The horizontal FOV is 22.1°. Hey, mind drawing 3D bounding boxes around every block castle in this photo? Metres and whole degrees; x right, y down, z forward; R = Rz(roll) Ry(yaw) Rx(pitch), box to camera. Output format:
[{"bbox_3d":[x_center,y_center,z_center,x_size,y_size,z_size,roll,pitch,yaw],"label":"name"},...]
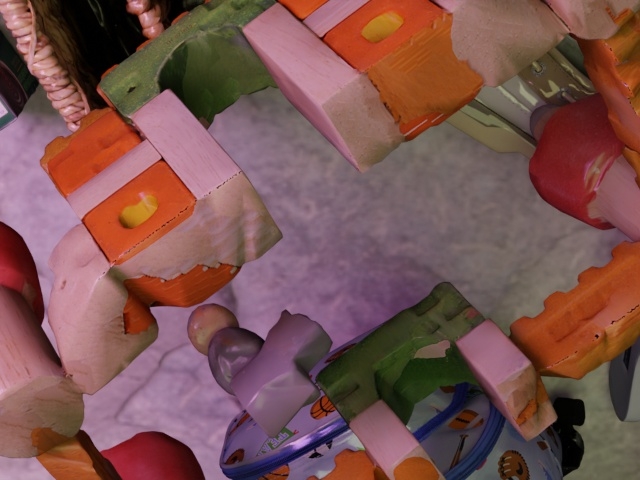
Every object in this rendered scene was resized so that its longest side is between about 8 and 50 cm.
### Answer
[{"bbox_3d":[0.000,0.000,0.976,0.453,0.213,0.303,-37,129,-4],"label":"block castle"}]

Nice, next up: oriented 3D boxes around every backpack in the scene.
[{"bbox_3d":[0.053,0.183,1.177,0.276,0.263,0.213,-37,106,9],"label":"backpack"}]

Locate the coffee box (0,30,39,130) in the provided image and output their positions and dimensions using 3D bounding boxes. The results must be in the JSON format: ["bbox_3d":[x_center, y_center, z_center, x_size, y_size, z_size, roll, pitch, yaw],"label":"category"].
[{"bbox_3d":[-0.269,-0.161,1.128,0.040,0.113,0.184,-32,105,8],"label":"coffee box"}]

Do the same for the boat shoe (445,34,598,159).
[{"bbox_3d":[0.206,-0.086,1.178,0.302,0.113,0.103,28,110,-10],"label":"boat shoe"}]

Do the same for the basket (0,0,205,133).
[{"bbox_3d":[-0.117,-0.236,1.055,0.213,0.223,0.299,-25,106,5],"label":"basket"}]

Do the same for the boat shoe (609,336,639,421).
[{"bbox_3d":[0.271,0.066,1.233,0.083,0.065,0.183,-8,140,-7],"label":"boat shoe"}]
